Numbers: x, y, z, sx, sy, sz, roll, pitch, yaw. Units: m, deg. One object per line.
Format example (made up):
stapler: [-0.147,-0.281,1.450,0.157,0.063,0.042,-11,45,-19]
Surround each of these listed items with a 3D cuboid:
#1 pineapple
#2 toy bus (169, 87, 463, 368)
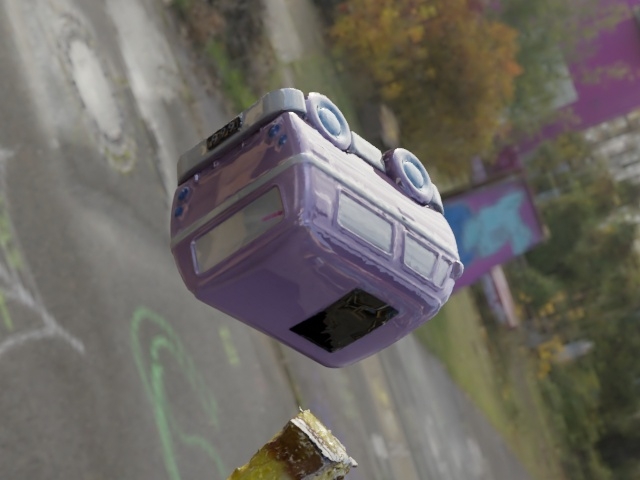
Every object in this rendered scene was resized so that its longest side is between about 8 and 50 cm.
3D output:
pineapple: [-0.026,0.191,1.183,0.069,0.137,0.116,45,-37,10]
toy bus: [0.000,0.000,1.060,0.202,0.142,0.142,31,36,-39]
